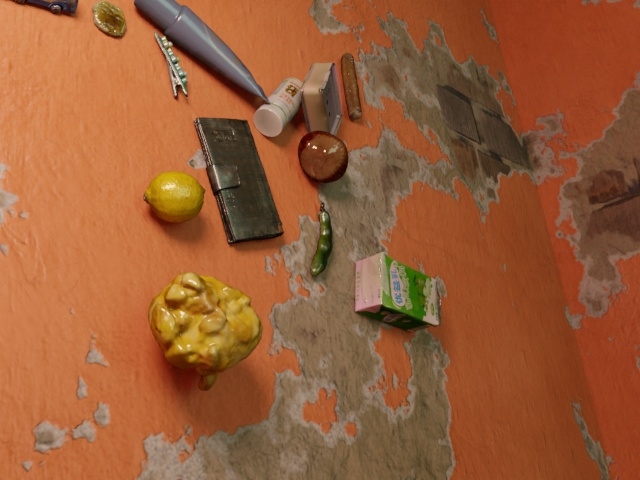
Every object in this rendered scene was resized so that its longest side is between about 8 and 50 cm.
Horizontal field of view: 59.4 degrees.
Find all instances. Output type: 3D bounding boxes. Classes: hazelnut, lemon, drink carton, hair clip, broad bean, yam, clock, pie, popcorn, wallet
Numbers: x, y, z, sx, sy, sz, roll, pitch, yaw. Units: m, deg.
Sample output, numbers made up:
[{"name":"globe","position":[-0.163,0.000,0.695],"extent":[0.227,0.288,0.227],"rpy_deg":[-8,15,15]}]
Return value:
[{"name":"hazelnut","position":[0.009,-0.235,1.555],"extent":[0.154,0.143,0.143],"rpy_deg":[41,44,-3]},{"name":"lemon","position":[-0.303,-0.091,1.167],"extent":[0.133,0.109,0.109],"rpy_deg":[-6,76,-31]},{"name":"drink carton","position":[0.226,0.153,1.618],"extent":[0.271,0.108,0.161],"rpy_deg":[25,55,-38]},{"name":"hair clip","position":[-0.349,-0.417,1.327],"extent":[0.049,0.049,0.173],"rpy_deg":[-16,83,-49]},{"name":"broad bean","position":[0.003,0.001,1.506],"extent":[0.069,0.039,0.227],"rpy_deg":[32,50,-42]},{"name":"yam","position":[0.101,-0.504,1.833],"extent":[0.056,0.056,0.241],"rpy_deg":[15,62,-42]},{"name":"clock","position":[0.006,-0.388,1.595],"extent":[0.192,0.071,0.147],"rpy_deg":[77,24,-48]},{"name":"pie","position":[-0.468,-0.493,1.246],"extent":[0.084,0.020,0.084],"rpy_deg":[22,58,-40]},{"name":"popcorn","position":[-0.210,0.162,1.053],"extent":[0.190,0.253,0.191],"rpy_deg":[-24,70,-13]},{"name":"wallet","position":[-0.195,-0.151,1.360],"extent":[0.169,0.044,0.317],"rpy_deg":[-9,78,-47]}]

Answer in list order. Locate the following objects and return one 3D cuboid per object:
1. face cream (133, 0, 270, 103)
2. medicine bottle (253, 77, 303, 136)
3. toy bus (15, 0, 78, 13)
[{"name":"face cream","position":[-0.279,-0.479,1.391],"extent":[0.385,0.086,0.136],"rpy_deg":[35,17,-32]},{"name":"medicine bottle","position":[-0.106,-0.364,1.523],"extent":[0.086,0.086,0.183],"rpy_deg":[48,44,-20]},{"name":"toy bus","position":[-0.562,-0.502,1.119],"extent":[0.153,0.061,0.051],"rpy_deg":[-2,69,-46]}]
